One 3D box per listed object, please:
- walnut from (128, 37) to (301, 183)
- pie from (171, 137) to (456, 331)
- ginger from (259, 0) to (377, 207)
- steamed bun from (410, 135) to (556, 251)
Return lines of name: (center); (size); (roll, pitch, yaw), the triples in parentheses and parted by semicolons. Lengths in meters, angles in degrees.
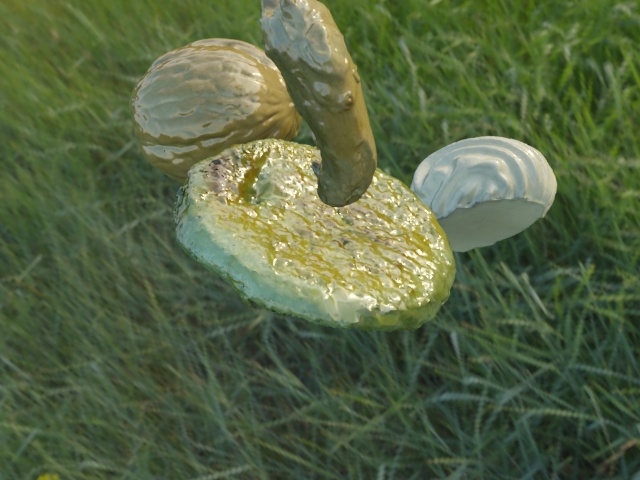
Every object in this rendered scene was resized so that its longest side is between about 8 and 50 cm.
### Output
walnut: (-0.154, -0.190, 1.692); (0.261, 0.225, 0.225); (-3, 53, 24)
pie: (0.000, 0.000, 1.065); (0.277, 0.277, 0.078); (-112, 35, -46)
ginger: (0.003, -0.085, 0.753); (0.051, 0.173, 0.069); (-33, 39, -26)
steamed bun: (0.189, -0.065, 1.379); (0.183, 0.183, 0.106); (-21, 64, 18)
